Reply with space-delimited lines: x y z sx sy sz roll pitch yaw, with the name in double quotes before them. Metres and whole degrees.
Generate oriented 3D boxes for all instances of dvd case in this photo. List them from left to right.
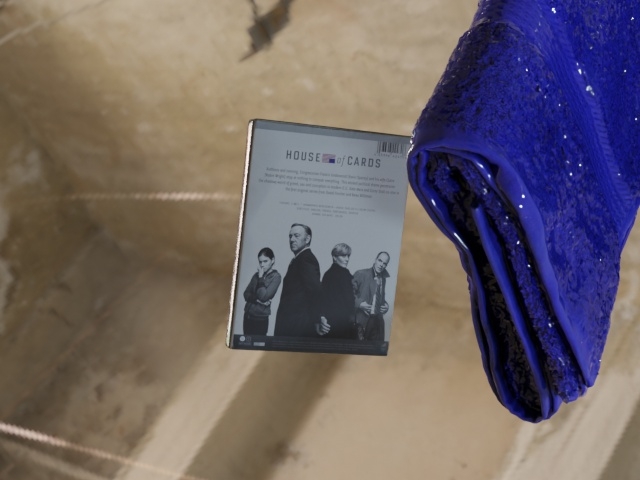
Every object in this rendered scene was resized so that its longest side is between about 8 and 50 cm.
"dvd case" 0.000 0.000 1.280 0.179 0.238 0.029 5 -175 -19

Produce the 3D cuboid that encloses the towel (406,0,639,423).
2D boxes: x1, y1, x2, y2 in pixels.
"towel" 0.154 -0.071 0.757 0.076 0.227 0.308 -1 -136 28
